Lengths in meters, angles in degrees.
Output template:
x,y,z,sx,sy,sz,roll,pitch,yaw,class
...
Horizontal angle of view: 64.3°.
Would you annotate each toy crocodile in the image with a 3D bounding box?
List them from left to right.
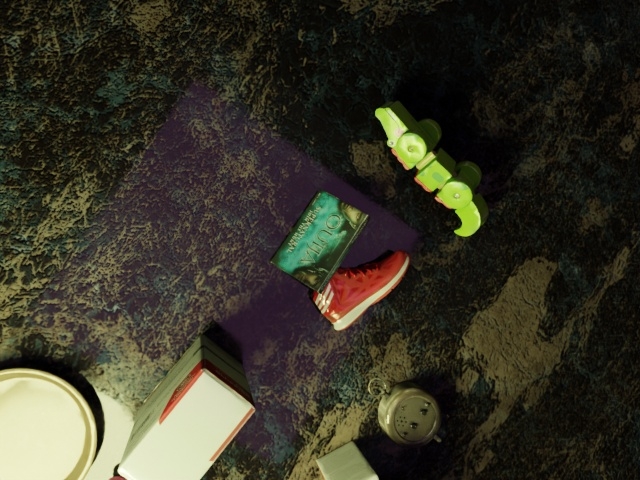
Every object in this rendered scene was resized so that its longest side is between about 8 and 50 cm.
x,y,z,sx,sy,sz,roll,pitch,yaw,class
0.239,-0.157,1.087,0.340,0.105,0.115,45,40,-6,toy crocodile

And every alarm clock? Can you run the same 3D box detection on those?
x,y,z,sx,sy,sz,roll,pitch,yaw,class
0.178,0.361,1.087,0.192,0.064,0.129,40,83,-5,alarm clock

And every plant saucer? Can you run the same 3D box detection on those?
x,y,z,sx,sy,sz,roll,pitch,yaw,class
-0.562,0.373,0.953,0.278,0.041,0.277,0,89,-10,plant saucer

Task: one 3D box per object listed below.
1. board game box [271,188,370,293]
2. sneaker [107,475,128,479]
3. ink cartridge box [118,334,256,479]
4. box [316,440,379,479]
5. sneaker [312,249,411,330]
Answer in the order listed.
x,y,z,sx,sy,sz,roll,pitch,yaw,class
0.000,0.000,1.041,0.126,0.026,0.186,30,83,25,board game box
-0.349,0.523,0.979,0.170,0.063,0.075,40,76,-13,sneaker
-0.230,0.298,0.901,0.114,0.273,0.197,41,82,-12,ink cartridge box
0.070,0.503,1.006,0.091,0.170,0.130,-23,94,-12,box
0.077,0.071,1.057,0.221,0.087,0.128,-44,98,-10,sneaker
